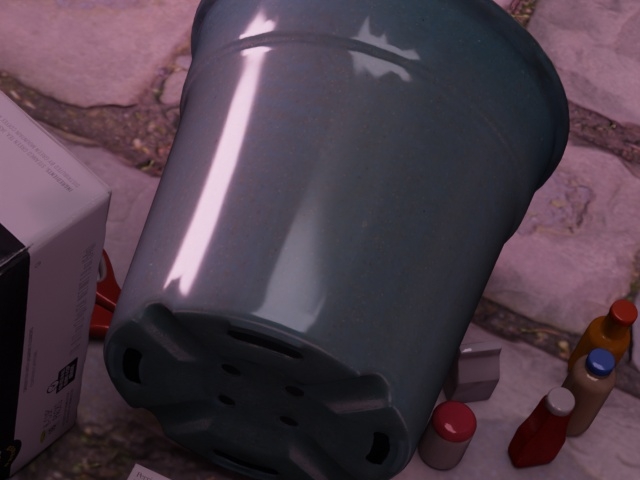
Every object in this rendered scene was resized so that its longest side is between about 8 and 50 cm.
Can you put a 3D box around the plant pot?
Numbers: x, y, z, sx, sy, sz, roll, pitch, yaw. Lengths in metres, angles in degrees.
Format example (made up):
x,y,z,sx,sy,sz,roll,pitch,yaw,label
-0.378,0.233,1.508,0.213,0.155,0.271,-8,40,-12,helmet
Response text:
x,y,z,sx,sy,sz,roll,pitch,yaw,label
0.000,0.000,1.340,0.341,0.341,0.334,19,58,2,plant pot

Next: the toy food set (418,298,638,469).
x,y,z,sx,sy,sz,roll,pitch,yaw,label
0.168,0.123,1.415,0.232,0.104,0.111,-5,55,-17,toy food set

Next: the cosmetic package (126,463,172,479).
x,y,z,sx,sy,sz,roll,pitch,yaw,label
-0.060,0.272,1.277,0.239,0.060,0.099,24,54,5,cosmetic package

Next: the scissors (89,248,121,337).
x,y,z,sx,sy,sz,roll,pitch,yaw,label
-0.148,0.092,1.419,0.297,0.021,0.109,37,46,12,scissors

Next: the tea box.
x,y,z,sx,sy,sz,roll,pitch,yaw,label
-0.349,0.076,1.186,0.220,0.329,0.323,41,56,17,tea box
